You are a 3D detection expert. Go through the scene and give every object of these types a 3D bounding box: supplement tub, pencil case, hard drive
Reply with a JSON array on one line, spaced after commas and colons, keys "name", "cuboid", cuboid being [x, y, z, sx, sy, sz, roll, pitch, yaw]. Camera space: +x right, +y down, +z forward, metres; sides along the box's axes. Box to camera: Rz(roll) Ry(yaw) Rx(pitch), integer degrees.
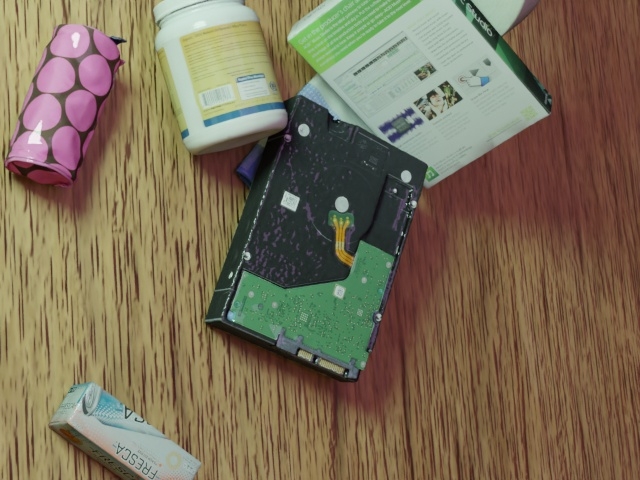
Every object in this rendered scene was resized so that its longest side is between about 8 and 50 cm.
[{"name": "supplement tub", "cuboid": [-0.136, -0.226, 1.576, 0.144, 0.144, 0.199, -16, 90, -39]}, {"name": "pencil case", "cuboid": [-0.312, -0.163, 1.463, 0.098, 0.095, 0.209, 39, 59, -43]}, {"name": "hard drive", "cuboid": [0.000, 0.000, 1.646, 0.237, 0.064, 0.339, 25, 72, -25]}]

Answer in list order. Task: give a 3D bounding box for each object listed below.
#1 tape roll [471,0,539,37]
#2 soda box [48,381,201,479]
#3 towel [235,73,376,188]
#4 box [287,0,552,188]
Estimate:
[{"name": "tape roll", "cuboid": [0.153, -0.451, 1.703, 0.072, 0.392, 0.392, -38, 103, -38]}, {"name": "soda box", "cuboid": [-0.235, 0.248, 1.442, 0.183, 0.058, 0.063, 42, 57, -24]}, {"name": "towel", "cuboid": [0.019, -0.119, 1.745, 0.209, 0.034, 0.285, 50, 55, -17]}, {"name": "box", "cuboid": [0.144, -0.247, 1.702, 0.322, 0.232, 0.058, 45, 34, -22]}]
